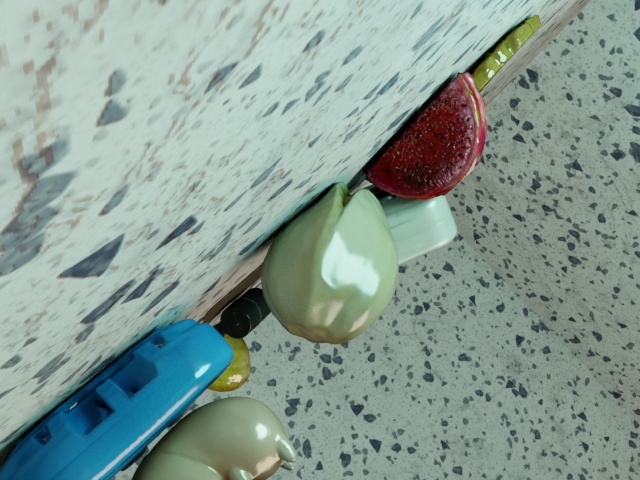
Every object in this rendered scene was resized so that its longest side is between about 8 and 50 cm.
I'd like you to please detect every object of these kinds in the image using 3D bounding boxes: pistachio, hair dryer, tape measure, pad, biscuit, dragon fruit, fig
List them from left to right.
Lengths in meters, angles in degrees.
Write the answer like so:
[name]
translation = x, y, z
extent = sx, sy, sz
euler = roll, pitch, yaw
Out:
[fig]
translation = -0.279, 0.306, 1.569
extent = 0.159, 0.159, 0.257
euler = -44, 159, 17
[hair dryer]
translation = -0.207, 0.188, 1.362
extent = 0.219, 0.071, 0.124
euler = -35, -179, 24
[pad]
translation = -0.132, 0.073, 1.274
extent = 0.266, 0.002, 0.176
euler = -41, 176, -20
[pistachio]
translation = 0.024, 0.026, 1.006
extent = 0.332, 0.208, 0.226
euler = -58, 155, -56
[tape measure]
translation = 0.120, -0.034, 1.250
extent = 0.258, 0.130, 0.265
euler = -24, -159, 7
[dragon fruit]
translation = 0.201, -0.165, 1.121
extent = 0.163, 0.189, 0.262
euler = 8, 141, -45
[biscuit]
translation = 0.318, -0.325, 1.200
extent = 0.212, 0.041, 0.238
euler = -48, 179, -24

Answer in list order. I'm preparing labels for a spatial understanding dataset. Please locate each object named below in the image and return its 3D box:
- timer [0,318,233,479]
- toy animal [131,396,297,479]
[timer]
translation = -0.278, 0.250, 0.876
extent = 0.340, 0.115, 0.309
euler = -41, 177, -29
[toy animal]
translation = -0.164, 0.326, 0.907
extent = 0.250, 0.154, 0.166
euler = -33, 154, -24
